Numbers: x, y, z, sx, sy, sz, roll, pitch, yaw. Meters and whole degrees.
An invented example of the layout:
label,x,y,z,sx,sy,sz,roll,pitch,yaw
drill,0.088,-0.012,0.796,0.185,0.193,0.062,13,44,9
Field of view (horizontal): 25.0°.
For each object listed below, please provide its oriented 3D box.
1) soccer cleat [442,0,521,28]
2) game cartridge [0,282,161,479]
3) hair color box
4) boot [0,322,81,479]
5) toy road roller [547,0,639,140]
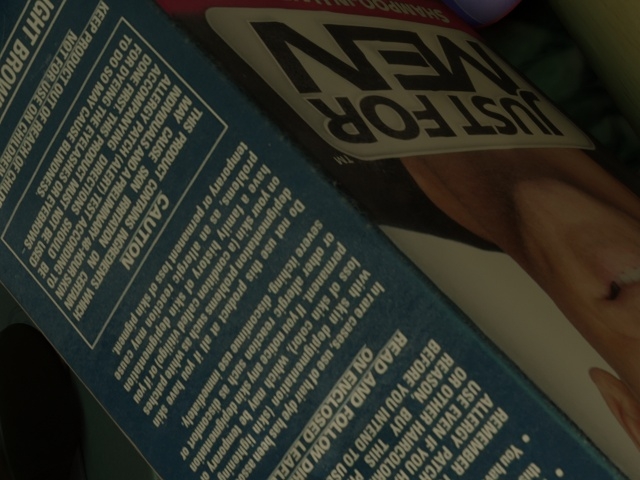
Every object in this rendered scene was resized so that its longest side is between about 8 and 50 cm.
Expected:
label,x,y,z,sx,sy,sz,roll,pitch,yaw
soccer cleat,0.050,-0.210,0.578,0.083,0.095,0.248,-1,80,23
game cartridge,-0.138,0.071,0.585,0.230,0.068,0.355,-13,85,38
hair color box,0.053,0.043,0.409,0.347,0.174,0.105,46,118,23
boot,-0.136,0.091,0.533,0.114,0.037,0.106,-14,82,38
toy road roller,0.240,-0.157,0.459,0.202,0.240,0.329,62,142,20
